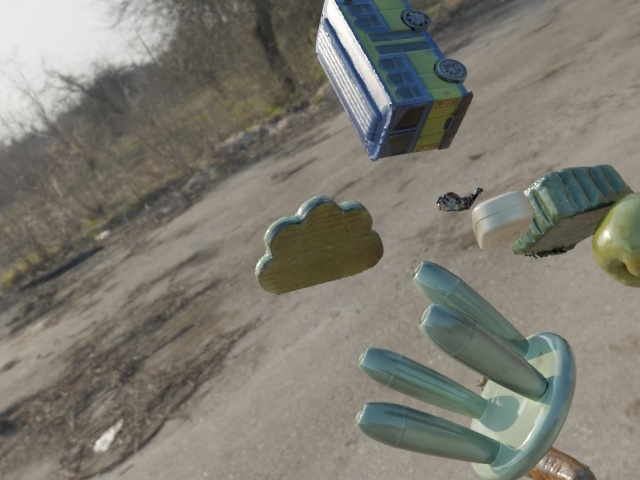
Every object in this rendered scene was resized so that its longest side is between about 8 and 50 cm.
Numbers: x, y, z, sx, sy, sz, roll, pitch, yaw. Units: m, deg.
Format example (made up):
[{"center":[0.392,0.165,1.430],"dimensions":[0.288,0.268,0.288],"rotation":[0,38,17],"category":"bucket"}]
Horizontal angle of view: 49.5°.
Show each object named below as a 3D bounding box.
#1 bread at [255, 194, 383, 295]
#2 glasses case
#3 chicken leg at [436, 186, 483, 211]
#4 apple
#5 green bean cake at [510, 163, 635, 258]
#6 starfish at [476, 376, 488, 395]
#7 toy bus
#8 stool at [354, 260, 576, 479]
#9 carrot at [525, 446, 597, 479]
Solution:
[{"center":[0.000,0.000,1.426],"dimensions":[0.287,0.207,0.056],"rotation":[-11,31,-22],"category":"bread"},{"center":[0.276,-0.027,1.060],"dimensions":[0.083,0.050,0.196],"rotation":[-23,-13,10],"category":"glasses case"},{"center":[0.229,-0.064,1.140],"dimensions":[0.083,0.036,0.021],"rotation":[-9,-16,35],"category":"chicken leg"},{"center":[0.624,0.001,1.341],"dimensions":[0.200,0.200,0.200],"rotation":[-28,17,9],"category":"apple"},{"center":[0.528,-0.061,1.497],"dimensions":[0.227,0.124,0.222],"rotation":[-7,-29,-23],"category":"green bean cake"},{"center":[0.262,0.164,1.206],"dimensions":[0.053,0.150,0.209],"rotation":[-7,40,-10],"category":"starfish"},{"center":[0.116,-0.288,1.182],"dimensions":[0.175,0.287,0.138],"rotation":[-13,-31,-20],"category":"toy bus"},{"center":[0.167,0.159,0.824],"dimensions":[0.195,0.199,0.195],"rotation":[-59,7,18],"category":"stool"},{"center":[0.315,0.313,0.981],"dimensions":[0.060,0.060,0.186],"rotation":[-36,13,-17],"category":"carrot"}]
